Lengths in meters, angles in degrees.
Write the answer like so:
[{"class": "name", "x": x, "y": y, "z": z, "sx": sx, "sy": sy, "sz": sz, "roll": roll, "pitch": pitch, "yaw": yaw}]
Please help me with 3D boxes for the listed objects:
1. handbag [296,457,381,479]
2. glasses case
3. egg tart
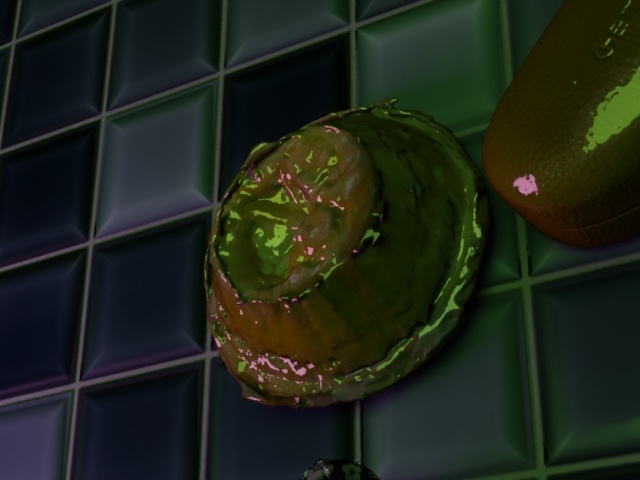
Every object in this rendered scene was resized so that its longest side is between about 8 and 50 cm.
[{"class": "handbag", "x": 0.019, "y": 0.299, "z": 0.935, "sx": 0.229, "sy": 0.127, "sz": 0.208, "roll": -48, "pitch": 56, "yaw": 3}, {"class": "glasses case", "x": 0.282, "y": -0.165, "z": 0.990, "sx": 0.173, "sy": 0.141, "sz": 0.371, "roll": 33, "pitch": 87, "yaw": 39}, {"class": "egg tart", "x": 0.000, "y": 0.000, "z": 1.108, "sx": 0.315, "sy": 0.120, "sz": 0.315, "roll": -16, "pitch": 58, "yaw": 28}]
